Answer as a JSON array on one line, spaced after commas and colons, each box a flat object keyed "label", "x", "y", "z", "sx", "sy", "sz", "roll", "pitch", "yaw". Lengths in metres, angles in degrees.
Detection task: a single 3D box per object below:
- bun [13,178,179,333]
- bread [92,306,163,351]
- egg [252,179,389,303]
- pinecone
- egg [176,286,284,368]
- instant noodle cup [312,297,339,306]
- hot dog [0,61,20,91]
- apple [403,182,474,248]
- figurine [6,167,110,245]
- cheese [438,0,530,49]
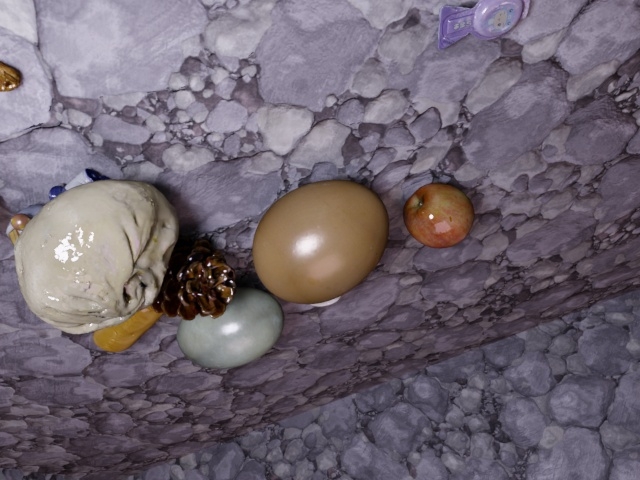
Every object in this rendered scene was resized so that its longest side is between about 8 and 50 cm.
[{"label": "bun", "x": -0.462, "y": 0.032, "z": 0.990, "sx": 0.362, "sy": 0.235, "sz": 0.326, "roll": -46, "pitch": 154, "yaw": -22}, {"label": "bread", "x": -0.621, "y": 0.270, "z": 1.478, "sx": 0.142, "sy": 0.091, "sz": 0.305, "roll": 25, "pitch": 126, "yaw": -34}, {"label": "egg", "x": 0.000, "y": 0.000, "z": 1.180, "sx": 0.374, "sy": 0.301, "sz": 0.301, "roll": -34, "pitch": 140, "yaw": 6}, {"label": "pinecone", "x": -0.349, "y": 0.112, "z": 1.234, "sx": 0.244, "sy": 0.309, "sz": 0.243, "roll": -17, "pitch": 116, "yaw": -38}, {"label": "egg", "x": -0.289, "y": 0.281, "z": 1.472, "sx": 0.353, "sy": 0.258, "sz": 0.258, "roll": -16, "pitch": 143, "yaw": 10}, {"label": "instant noodle cup", "x": 0.003, "y": 0.137, "z": 1.501, "sx": 0.152, "sy": 0.122, "sz": 0.151, "roll": -9, "pitch": 140, "yaw": -8}, {"label": "hot dog", "x": -0.582, "y": -0.298, "z": 0.808, "sx": 0.083, "sy": 0.035, "sz": 0.058, "roll": 24, "pitch": 132, "yaw": -40}, {"label": "apple", "x": 0.334, "y": -0.073, "z": 1.302, "sx": 0.174, "sy": 0.188, "sz": 0.188, "roll": 26, "pitch": 127, "yaw": -29}, {"label": "figurine", "x": -0.602, "y": -0.059, "z": 1.041, "sx": 0.194, "sy": 0.133, "sz": 0.274, "roll": -6, "pitch": 142, "yaw": -52}, {"label": "cheese", "x": 0.334, "y": -0.454, "z": 0.931, "sx": 0.191, "sy": 0.042, "sz": 0.105, "roll": -14, "pitch": 141, "yaw": 2}]
